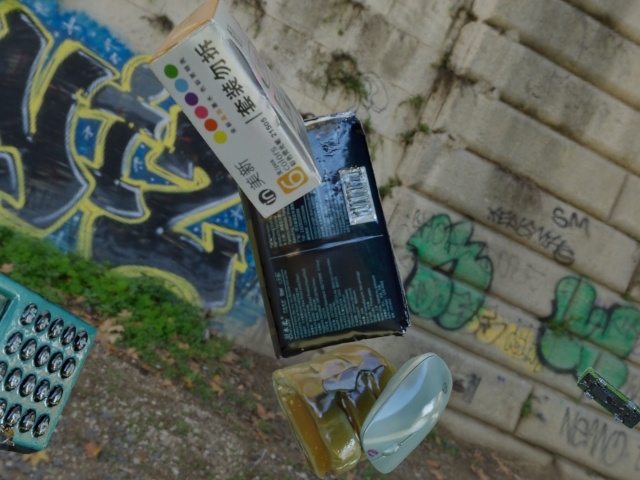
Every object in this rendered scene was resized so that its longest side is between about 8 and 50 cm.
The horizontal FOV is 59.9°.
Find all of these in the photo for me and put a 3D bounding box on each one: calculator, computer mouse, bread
[{"bbox_3d":[-0.495,0.201,0.881,0.058,0.248,0.274,0,-31,29],"label":"calculator"},{"bbox_3d":[0.207,0.383,1.245,0.097,0.288,0.160,3,-48,46],"label":"computer mouse"},{"bbox_3d":[0.077,0.410,1.430,0.341,0.210,0.301,-13,53,-21],"label":"bread"}]

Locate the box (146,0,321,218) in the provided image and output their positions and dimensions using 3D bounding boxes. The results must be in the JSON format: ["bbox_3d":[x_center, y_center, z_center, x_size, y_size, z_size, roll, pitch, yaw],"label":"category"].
[{"bbox_3d":[-0.100,-0.181,0.698,0.221,0.091,0.274,54,10,-26],"label":"box"}]

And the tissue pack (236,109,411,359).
[{"bbox_3d":[0.000,0.000,1.069,0.264,0.417,0.253,-14,-8,-1],"label":"tissue pack"}]

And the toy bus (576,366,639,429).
[{"bbox_3d":[0.380,0.206,0.730,0.083,0.031,0.037,41,21,19],"label":"toy bus"}]
